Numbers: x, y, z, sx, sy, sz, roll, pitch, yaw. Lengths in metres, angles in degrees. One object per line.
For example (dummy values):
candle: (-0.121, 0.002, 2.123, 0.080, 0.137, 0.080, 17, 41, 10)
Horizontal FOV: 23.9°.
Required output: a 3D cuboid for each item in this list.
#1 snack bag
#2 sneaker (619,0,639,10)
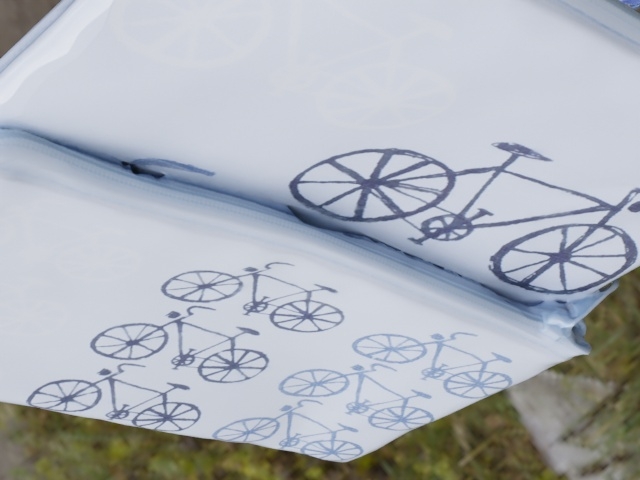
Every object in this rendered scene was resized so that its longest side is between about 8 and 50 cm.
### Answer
snack bag: (0.000, 0.000, 0.585, 0.342, 0.323, 0.037, -33, 52, 38)
sneaker: (0.160, -0.238, 1.106, 0.221, 0.083, 0.087, 35, 165, 25)
